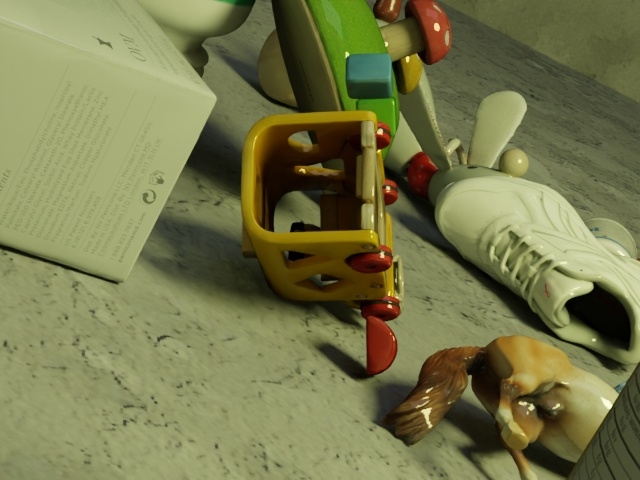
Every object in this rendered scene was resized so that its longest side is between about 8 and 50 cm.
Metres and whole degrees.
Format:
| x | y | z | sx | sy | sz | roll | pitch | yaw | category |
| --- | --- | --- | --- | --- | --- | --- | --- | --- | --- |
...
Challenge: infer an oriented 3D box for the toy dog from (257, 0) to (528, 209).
| x | y | z | sx | sy | sz | roll | pitch | yaw | category |
| --- | --- | --- | --- | --- | --- | --- | --- | --- | --- |
| 0.100 | -0.136 | 1.629 | 0.333 | 0.161 | 0.220 | 35 | 17 | 22 | toy dog |

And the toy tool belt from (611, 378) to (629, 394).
| x | y | z | sx | sy | sz | roll | pitch | yaw | category |
| --- | --- | --- | --- | --- | --- | --- | --- | --- | --- |
| 0.224 | 0.122 | 1.242 | 0.052 | 0.051 | 0.083 | 31 | 16 | 8 | toy tool belt |

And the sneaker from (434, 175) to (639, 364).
| x | y | z | sx | sy | sz | roll | pitch | yaw | category |
| --- | --- | --- | --- | --- | --- | --- | --- | --- | --- |
| 0.192 | 0.022 | 1.436 | 0.232 | 0.090 | 0.115 | 31 | 19 | 11 | sneaker |

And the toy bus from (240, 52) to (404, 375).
| x | y | z | sx | sy | sz | roll | pitch | yaw | category |
| --- | --- | --- | --- | --- | --- | --- | --- | --- | --- |
| -0.001 | -0.009 | 1.158 | 0.104 | 0.202 | 0.191 | -1 | 23 | 5 | toy bus |

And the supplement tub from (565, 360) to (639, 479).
| x | y | z | sx | sy | sz | roll | pitch | yaw | category |
| --- | --- | --- | --- | --- | --- | --- | --- | --- | --- |
| 0.196 | 0.141 | 0.623 | 0.241 | 0.331 | 0.241 | 26 | 16 | -8 | supplement tub |

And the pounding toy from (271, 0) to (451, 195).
| x | y | z | sx | sy | sz | roll | pitch | yaw | category |
| --- | --- | --- | --- | --- | --- | --- | --- | --- | --- |
| 0.046 | -0.115 | 1.340 | 0.110 | 0.237 | 0.183 | -18 | 26 | -7 | pounding toy |

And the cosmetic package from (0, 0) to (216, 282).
| x | y | z | sx | sy | sz | roll | pitch | yaw | category |
| --- | --- | --- | --- | --- | --- | --- | --- | --- | --- |
| -0.217 | -0.109 | 1.055 | 0.224 | 0.138 | 0.224 | 17 | 19 | -32 | cosmetic package |

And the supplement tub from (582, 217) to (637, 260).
| x | y | z | sx | sy | sz | roll | pitch | yaw | category |
| --- | --- | --- | --- | --- | --- | --- | --- | --- | --- |
| 0.249 | 0.022 | 1.559 | 0.071 | 0.071 | 0.107 | 29 | 15 | 3 | supplement tub |

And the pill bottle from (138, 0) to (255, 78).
| x | y | z | sx | sy | sz | roll | pitch | yaw | category |
| --- | --- | --- | --- | --- | --- | --- | --- | --- | --- |
| -0.117 | -0.282 | 1.322 | 0.204 | 0.361 | 0.204 | 22 | 15 | -6 | pill bottle |

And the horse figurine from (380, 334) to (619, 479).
| x | y | z | sx | sy | sz | roll | pitch | yaw | category |
| --- | --- | --- | --- | --- | --- | --- | --- | --- | --- |
| 0.163 | 0.126 | 1.104 | 0.263 | 0.066 | 0.174 | 27 | 21 | -15 | horse figurine |

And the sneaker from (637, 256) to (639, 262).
| x | y | z | sx | sy | sz | roll | pitch | yaw | category |
| --- | --- | --- | --- | --- | --- | --- | --- | --- | --- |
| 0.359 | 0.080 | 1.620 | 0.175 | 0.064 | 0.067 | 30 | 40 | 7 | sneaker |
